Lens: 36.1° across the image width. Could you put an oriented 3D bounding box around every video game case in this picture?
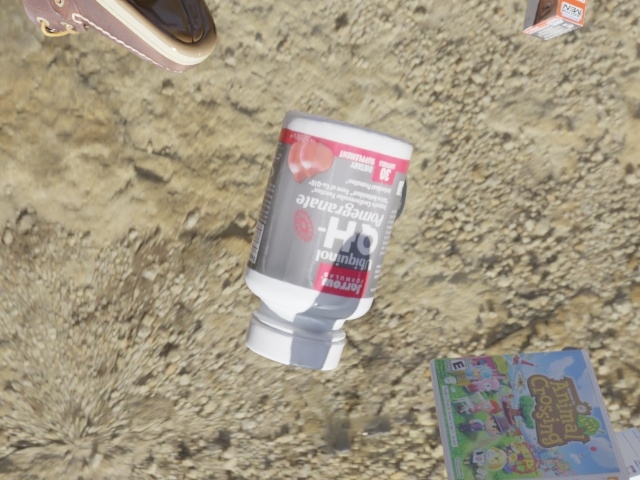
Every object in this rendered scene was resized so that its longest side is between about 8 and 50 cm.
[{"bbox_3d":[0.234,0.214,1.123,0.194,0.023,0.212,-4,41,0],"label":"video game case"}]

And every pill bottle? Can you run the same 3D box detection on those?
[{"bbox_3d":[0.000,0.000,1.300,0.176,0.176,0.318,13,96,-11],"label":"pill bottle"}]

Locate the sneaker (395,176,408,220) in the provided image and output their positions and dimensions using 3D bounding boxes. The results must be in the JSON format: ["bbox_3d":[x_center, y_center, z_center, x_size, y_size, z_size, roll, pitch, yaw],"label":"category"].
[{"bbox_3d":[0.069,-0.003,1.481,0.087,0.130,0.227,24,116,-16],"label":"sneaker"}]

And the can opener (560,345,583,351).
[{"bbox_3d":[0.465,0.319,1.719,0.095,0.076,0.283,11,49,-1],"label":"can opener"}]

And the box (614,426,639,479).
[{"bbox_3d":[0.382,0.335,1.372,0.137,0.126,0.072,-10,52,-23],"label":"box"}]

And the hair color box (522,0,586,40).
[{"bbox_3d":[0.372,-0.406,1.526,0.053,0.093,0.167,13,80,-22],"label":"hair color box"}]

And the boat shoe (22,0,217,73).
[{"bbox_3d":[-0.257,-0.276,1.038,0.342,0.123,0.123,39,40,6],"label":"boat shoe"}]
